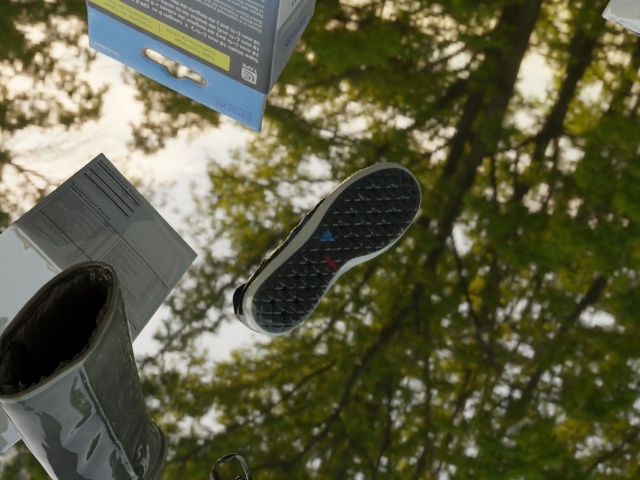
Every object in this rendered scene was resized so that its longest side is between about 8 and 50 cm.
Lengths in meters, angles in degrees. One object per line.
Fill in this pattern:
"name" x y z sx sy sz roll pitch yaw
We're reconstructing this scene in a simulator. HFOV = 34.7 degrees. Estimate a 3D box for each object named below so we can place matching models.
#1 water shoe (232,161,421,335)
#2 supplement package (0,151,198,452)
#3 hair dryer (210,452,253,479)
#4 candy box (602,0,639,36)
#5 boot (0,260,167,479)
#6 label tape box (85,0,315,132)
"water shoe" 0.000 0.000 0.908 0.203 0.073 0.080 -41 -162 -18
"supplement package" -0.257 0.054 0.985 0.149 0.194 0.203 47 -157 -10
"hair dryer" -0.082 0.420 1.298 0.224 0.080 0.293 32 -154 -2
"candy box" 0.339 -0.166 0.825 0.165 0.070 0.196 38 -156 21
"boot" -0.157 0.140 0.627 0.076 0.208 0.189 16 -122 6
"label tape box" -0.128 -0.293 1.073 0.241 0.333 0.106 28 -118 7
